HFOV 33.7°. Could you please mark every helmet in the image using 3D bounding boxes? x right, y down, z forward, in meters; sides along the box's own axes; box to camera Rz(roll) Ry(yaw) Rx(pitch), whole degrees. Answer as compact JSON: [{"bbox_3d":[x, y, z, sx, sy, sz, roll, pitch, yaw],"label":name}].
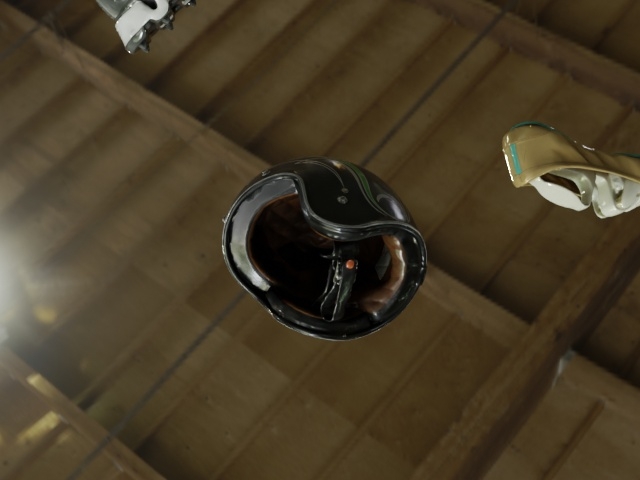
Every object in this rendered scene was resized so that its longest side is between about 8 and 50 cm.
[{"bbox_3d":[0.000,0.000,0.979,0.169,0.169,0.161,-36,-136,-15],"label":"helmet"}]

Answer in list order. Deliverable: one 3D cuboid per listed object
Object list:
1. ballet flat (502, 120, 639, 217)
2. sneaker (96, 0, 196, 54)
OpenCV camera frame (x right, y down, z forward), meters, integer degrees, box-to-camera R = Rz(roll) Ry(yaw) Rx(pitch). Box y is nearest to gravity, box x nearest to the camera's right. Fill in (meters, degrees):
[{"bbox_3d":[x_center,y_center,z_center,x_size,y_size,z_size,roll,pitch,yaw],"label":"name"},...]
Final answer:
[{"bbox_3d":[0.283,-0.059,1.113,0.232,0.080,0.073,13,-117,-28],"label":"ballet flat"},{"bbox_3d":[-0.085,-0.249,0.759,0.234,0.078,0.106,-44,-83,-1],"label":"sneaker"}]
